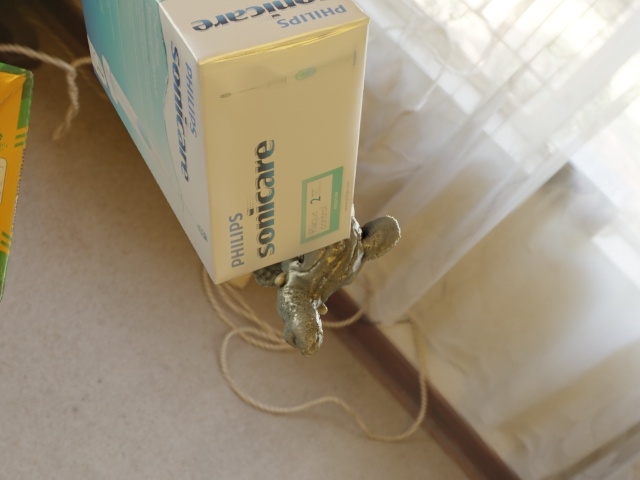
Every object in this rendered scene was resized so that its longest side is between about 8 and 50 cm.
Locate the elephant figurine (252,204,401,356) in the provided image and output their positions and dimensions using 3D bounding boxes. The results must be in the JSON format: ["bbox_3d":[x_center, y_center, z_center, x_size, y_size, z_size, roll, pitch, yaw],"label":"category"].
[{"bbox_3d":[0.000,0.000,1.013,0.169,0.186,0.239,-7,11,-25],"label":"elephant figurine"}]

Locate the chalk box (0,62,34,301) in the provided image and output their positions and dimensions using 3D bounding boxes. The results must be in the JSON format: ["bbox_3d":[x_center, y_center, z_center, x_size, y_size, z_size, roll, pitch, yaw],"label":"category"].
[{"bbox_3d":[-0.343,-0.067,0.762,0.180,0.179,0.289,8,5,-22],"label":"chalk box"}]

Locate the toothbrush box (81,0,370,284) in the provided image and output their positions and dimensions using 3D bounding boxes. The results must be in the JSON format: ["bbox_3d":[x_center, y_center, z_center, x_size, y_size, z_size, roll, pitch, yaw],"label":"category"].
[{"bbox_3d":[-0.090,-0.150,0.735,0.126,0.216,0.295,-19,51,-19],"label":"toothbrush box"}]
